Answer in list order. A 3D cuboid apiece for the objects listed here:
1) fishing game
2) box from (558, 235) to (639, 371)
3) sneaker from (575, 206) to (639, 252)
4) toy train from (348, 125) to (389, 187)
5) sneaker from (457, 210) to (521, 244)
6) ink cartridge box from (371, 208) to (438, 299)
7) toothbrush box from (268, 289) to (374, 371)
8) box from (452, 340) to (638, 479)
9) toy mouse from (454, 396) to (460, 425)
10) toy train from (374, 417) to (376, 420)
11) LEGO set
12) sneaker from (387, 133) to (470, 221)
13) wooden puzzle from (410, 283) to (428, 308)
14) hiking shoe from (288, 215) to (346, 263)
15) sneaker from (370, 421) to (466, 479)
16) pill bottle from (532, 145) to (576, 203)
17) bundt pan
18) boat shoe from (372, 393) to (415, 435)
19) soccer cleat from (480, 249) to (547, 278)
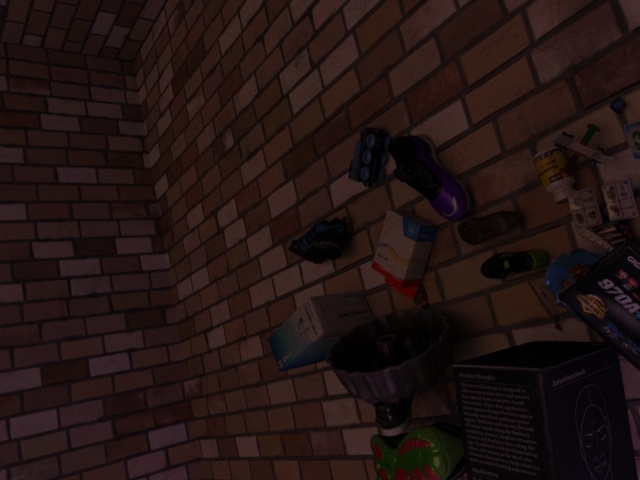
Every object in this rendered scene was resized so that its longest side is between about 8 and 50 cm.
[{"bbox_3d":[0.550,0.102,1.138,0.264,0.041,0.189,-25,98,54],"label":"fishing game"},{"bbox_3d":[0.598,0.126,1.049,0.220,0.051,0.175,44,130,7],"label":"box"},{"bbox_3d":[0.596,-0.015,1.106,0.170,0.063,0.074,40,124,45],"label":"sneaker"},{"bbox_3d":[0.144,-0.254,1.670,0.105,0.080,0.184,30,116,54],"label":"toy train"},{"bbox_3d":[0.411,-0.032,1.355,0.188,0.071,0.066,-14,95,70],"label":"sneaker"},{"bbox_3d":[0.229,0.042,1.572,0.134,0.078,0.231,33,116,47],"label":"ink cartridge box"},{"bbox_3d":[-0.001,0.291,1.784,0.295,0.216,0.126,-48,56,44],"label":"toothbrush box"},{"bbox_3d":[0.461,0.422,1.125,0.212,0.294,0.395,-12,83,52],"label":"box"},{"bbox_3d":[0.389,0.450,1.436,0.143,0.031,0.161,-53,52,40],"label":"toy mouse"},{"bbox_3d":[0.191,0.533,1.715,0.024,0.017,0.083,42,125,31],"label":"toy train"},{"bbox_3d":[0.578,-0.156,1.115,0.182,0.060,0.244,-14,77,22],"label":"LEGO set"},{"bbox_3d":[0.265,-0.163,1.458,0.102,0.146,0.293,-56,50,39],"label":"sneaker"},{"bbox_3d":[0.280,0.155,1.577,0.049,0.006,0.083,-33,67,49],"label":"wooden puzzle"},{"bbox_3d":[0.000,0.000,1.880,0.304,0.113,0.132,-6,58,59],"label":"hiking shoe"},{"bbox_3d":[0.273,0.587,1.480,0.483,0.202,0.185,128,137,-63],"label":"sneaker"},{"bbox_3d":[0.512,-0.141,1.205,0.065,0.065,0.116,-35,66,48],"label":"pill bottle"},{"bbox_3d":[0.189,0.305,1.430,0.331,0.331,0.124,-5,109,53],"label":"bundt pan"},{"bbox_3d":[0.196,0.403,1.505,0.302,0.114,0.091,-74,-36,-76],"label":"boat shoe"},{"bbox_3d":[0.441,0.055,1.304,0.179,0.072,0.060,-19,77,52],"label":"soccer cleat"}]
